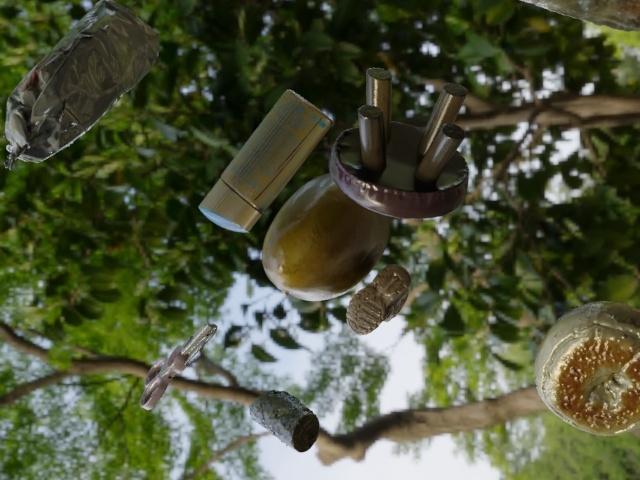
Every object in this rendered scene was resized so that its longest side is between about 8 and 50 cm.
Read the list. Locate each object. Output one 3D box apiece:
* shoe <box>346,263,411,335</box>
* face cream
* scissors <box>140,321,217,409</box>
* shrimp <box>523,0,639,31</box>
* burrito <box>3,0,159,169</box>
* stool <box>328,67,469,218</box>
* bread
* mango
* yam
[{"bbox_3d":[0.133,0.136,2.151,0.180,0.089,0.092,-49,-22,-2],"label":"shoe"},{"bbox_3d":[-0.105,-0.138,1.789,0.285,0.139,0.067,-52,-43,3],"label":"face cream"},{"bbox_3d":[-0.283,0.238,1.935,0.030,0.242,0.118,33,-150,-21],"label":"scissors"},{"bbox_3d":[0.427,-0.453,1.556,0.110,0.445,0.221,165,125,-74],"label":"shrimp"},{"bbox_3d":[-0.359,-0.238,1.441,0.445,0.101,0.139,-65,-32,-54],"label":"burrito"},{"bbox_3d":[0.159,-0.183,1.802,0.272,0.272,0.178,-58,-17,-51],"label":"stool"},{"bbox_3d":[0.602,0.261,2.038,0.159,0.305,0.306,-53,-44,-61],"label":"bread"},{"bbox_3d":[0.000,0.000,2.064,0.301,0.220,0.445,-61,-16,22],"label":"mango"},{"bbox_3d":[-0.072,0.401,2.167,0.107,0.183,0.107,-10,-71,-30],"label":"yam"}]
